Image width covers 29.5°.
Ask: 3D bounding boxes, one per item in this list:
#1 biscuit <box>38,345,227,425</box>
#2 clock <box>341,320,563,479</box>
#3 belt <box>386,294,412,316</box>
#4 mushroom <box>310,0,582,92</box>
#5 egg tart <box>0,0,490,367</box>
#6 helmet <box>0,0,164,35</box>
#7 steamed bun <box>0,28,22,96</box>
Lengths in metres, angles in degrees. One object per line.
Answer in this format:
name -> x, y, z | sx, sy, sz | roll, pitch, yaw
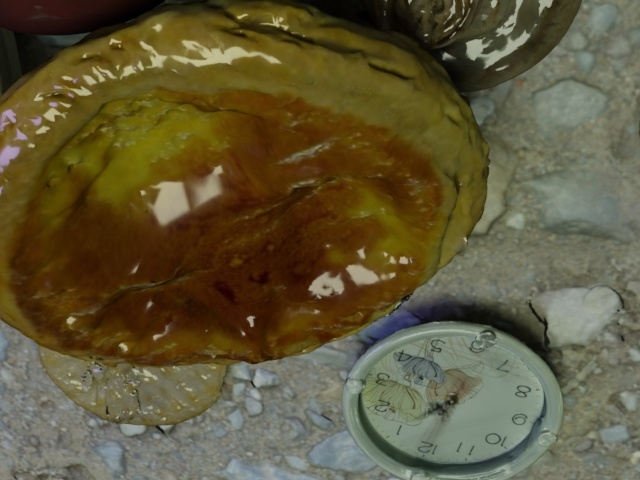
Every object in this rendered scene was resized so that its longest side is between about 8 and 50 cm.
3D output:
biscuit -> -0.209, 0.129, 1.351 | 0.220, 0.033, 0.220 | 4, 125, 6
clock -> 0.142, 0.169, 1.306 | 0.236, 0.053, 0.236 | 3, 127, 5
belt -> 0.000, 0.000, 1.190 | 0.198, 0.078, 0.151 | 27, 117, -8
mushroom -> 0.100, -0.218, 0.960 | 0.226, 0.178, 0.226 | 1, 118, 2
egg tart -> -0.081, -0.050, 0.993 | 0.443, 0.178, 0.443 | -9, 145, -7
helmet -> -0.191, -0.272, 0.888 | 0.337, 0.385, 0.230 | -4, 144, -1
steamed bun -> -0.457, -0.145, 1.044 | 0.371, 0.290, 0.456 | -1, 120, 17
